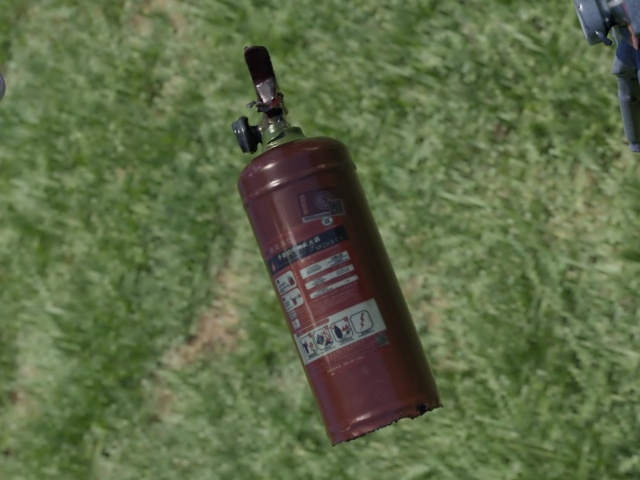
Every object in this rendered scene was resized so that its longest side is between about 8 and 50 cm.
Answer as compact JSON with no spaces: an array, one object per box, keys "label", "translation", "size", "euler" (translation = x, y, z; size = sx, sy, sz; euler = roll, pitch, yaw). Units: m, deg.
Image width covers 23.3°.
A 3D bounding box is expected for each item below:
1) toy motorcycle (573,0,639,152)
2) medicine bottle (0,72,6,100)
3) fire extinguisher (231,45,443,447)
[{"label":"toy motorcycle","translation":[0.210,-0.190,1.028],"size":[0.173,0.108,0.307],"euler":[-70,-40,-78]},{"label":"medicine bottle","translation":[-0.390,-0.097,1.529],"size":[0.212,0.122,0.122],"euler":[-44,41,34]},{"label":"fire extinguisher","translation":[0.000,0.000,1.306],"size":[0.147,0.106,0.337],"euler":[103,146,-83]}]
